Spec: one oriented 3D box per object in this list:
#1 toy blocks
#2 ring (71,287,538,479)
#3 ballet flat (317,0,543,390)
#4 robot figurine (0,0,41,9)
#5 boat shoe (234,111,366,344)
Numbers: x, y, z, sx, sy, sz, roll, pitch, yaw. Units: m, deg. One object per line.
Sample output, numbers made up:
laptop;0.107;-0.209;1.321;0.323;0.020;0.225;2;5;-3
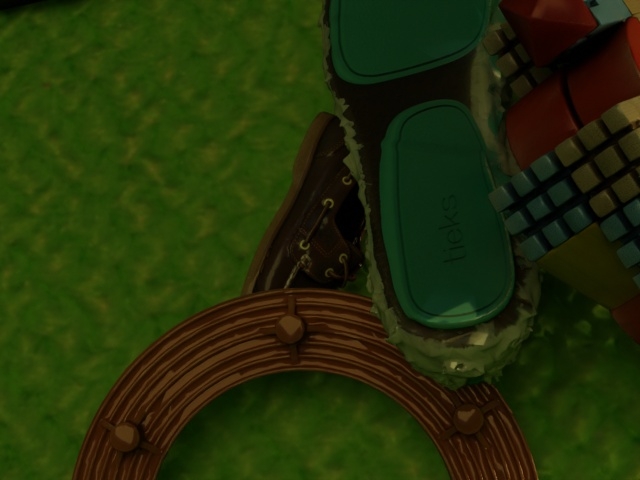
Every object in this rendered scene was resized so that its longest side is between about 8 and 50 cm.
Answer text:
toy blocks;0.214;-0.035;0.901;0.190;0.261;0.381;-37;81;35
ring;-0.014;0.198;1.002;0.336;0.032;0.337;-1;82;5
ballet flat;0.078;-0.079;1.031;0.146;0.147;0.409;-7;61;11
robot figurine;-0.268;-0.320;1.195;0.278;0.209;0.174;-7;58;14
boat shoe;0.000;0.000;1.081;0.073;0.073;0.207;16;76;20
